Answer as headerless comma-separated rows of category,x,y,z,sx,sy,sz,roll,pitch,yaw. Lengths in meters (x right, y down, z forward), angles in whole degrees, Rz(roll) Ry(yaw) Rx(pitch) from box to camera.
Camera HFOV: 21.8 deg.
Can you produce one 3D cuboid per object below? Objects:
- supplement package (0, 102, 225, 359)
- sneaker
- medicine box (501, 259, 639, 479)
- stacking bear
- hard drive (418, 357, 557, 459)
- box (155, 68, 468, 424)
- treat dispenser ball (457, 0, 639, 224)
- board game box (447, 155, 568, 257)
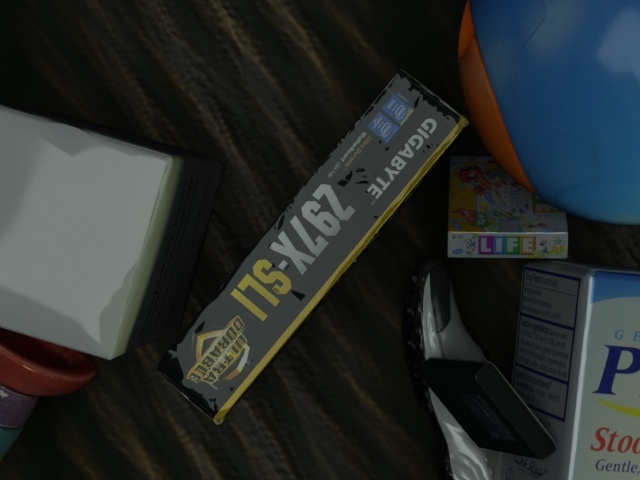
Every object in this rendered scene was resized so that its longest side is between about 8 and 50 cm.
supplement package,-0.209,-0.013,1.450,0.177,0.293,0.175,17,93,5
sneaker,0.144,0.142,1.529,0.108,0.100,0.271,-18,96,-4
medicine box,0.309,0.172,1.445,0.263,0.149,0.289,5,93,-14
stacking bear,-0.376,0.181,1.546,0.175,0.164,0.289,41,99,3
hard drive,0.139,0.142,1.411,0.022,0.135,0.094,-42,99,-15
box,0.000,0.000,1.450,0.079,0.257,0.322,40,94,3
treat dispenser ball,0.260,-0.157,1.396,0.288,0.288,0.288,0,92,5
board game box,0.166,-0.032,1.487,0.103,0.154,0.026,0,118,5
